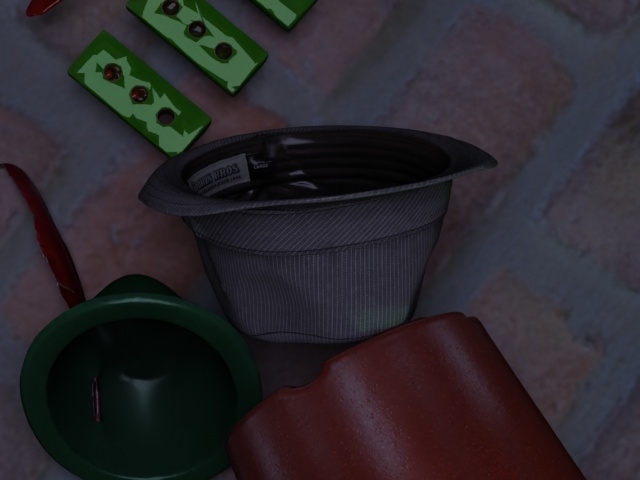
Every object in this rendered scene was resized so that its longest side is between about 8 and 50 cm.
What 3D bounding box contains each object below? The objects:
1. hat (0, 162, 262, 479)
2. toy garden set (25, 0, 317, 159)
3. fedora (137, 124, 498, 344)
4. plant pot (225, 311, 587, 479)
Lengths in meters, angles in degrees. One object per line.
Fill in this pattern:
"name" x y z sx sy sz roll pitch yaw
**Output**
"hat" -0.136 0.056 1.344 0.173 0.183 0.208 -12 122 3
"toy garden set" -0.111 -0.212 1.388 0.204 0.049 0.244 40 80 3
"fedora" 0.000 0.000 1.263 0.243 0.275 0.124 -12 106 -25
"plant pot" 0.080 0.209 1.220 0.272 0.272 0.265 -25 74 -8
